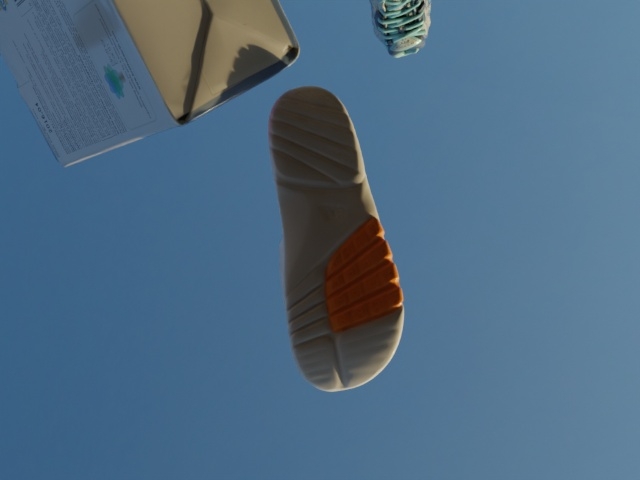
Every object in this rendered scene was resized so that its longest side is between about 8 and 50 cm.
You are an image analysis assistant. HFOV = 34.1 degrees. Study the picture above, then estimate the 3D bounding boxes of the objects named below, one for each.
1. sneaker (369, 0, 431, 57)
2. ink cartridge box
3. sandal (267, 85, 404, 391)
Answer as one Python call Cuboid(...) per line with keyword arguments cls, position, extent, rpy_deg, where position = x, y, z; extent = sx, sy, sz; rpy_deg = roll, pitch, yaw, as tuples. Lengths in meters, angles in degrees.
Cuboid(cls="sneaker", position=(0.115, -0.317, 1.401), extent=(0.110, 0.283, 0.122), rpy_deg=(-7, -92, 7))
Cuboid(cls="ink cartridge box", position=(-0.220, -0.232, 1.022), extent=(0.151, 0.395, 0.270), rpy_deg=(-33, -77, -29))
Cuboid(cls="sandal", position=(0.011, -0.002, 0.924), extent=(0.101, 0.076, 0.265), rpy_deg=(-8, -96, -3))
